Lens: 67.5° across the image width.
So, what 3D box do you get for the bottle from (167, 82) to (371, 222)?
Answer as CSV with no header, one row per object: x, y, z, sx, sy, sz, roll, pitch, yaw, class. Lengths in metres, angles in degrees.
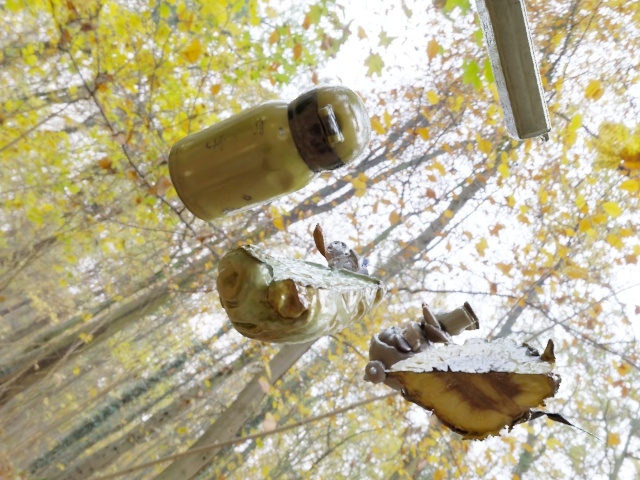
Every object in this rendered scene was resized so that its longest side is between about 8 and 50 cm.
-0.079,-0.157,0.843,0.351,0.171,0.172,-16,-74,23,bottle

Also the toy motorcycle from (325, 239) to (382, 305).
0.070,0.085,1.230,0.254,0.112,0.112,-130,-149,-50,toy motorcycle

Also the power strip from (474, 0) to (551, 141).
0.281,-0.270,0.707,0.052,0.078,0.272,-17,-75,11,power strip

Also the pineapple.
0.310,0.266,0.879,0.334,0.161,0.158,-20,-89,35,pineapple

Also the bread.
-0.019,0.057,0.508,0.128,0.232,0.088,22,-84,22,bread

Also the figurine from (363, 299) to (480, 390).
0.305,0.315,1.449,0.380,0.248,0.203,-35,-99,11,figurine

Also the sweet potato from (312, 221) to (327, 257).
0.000,0.000,1.236,0.034,0.034,0.095,-18,-95,50,sweet potato
